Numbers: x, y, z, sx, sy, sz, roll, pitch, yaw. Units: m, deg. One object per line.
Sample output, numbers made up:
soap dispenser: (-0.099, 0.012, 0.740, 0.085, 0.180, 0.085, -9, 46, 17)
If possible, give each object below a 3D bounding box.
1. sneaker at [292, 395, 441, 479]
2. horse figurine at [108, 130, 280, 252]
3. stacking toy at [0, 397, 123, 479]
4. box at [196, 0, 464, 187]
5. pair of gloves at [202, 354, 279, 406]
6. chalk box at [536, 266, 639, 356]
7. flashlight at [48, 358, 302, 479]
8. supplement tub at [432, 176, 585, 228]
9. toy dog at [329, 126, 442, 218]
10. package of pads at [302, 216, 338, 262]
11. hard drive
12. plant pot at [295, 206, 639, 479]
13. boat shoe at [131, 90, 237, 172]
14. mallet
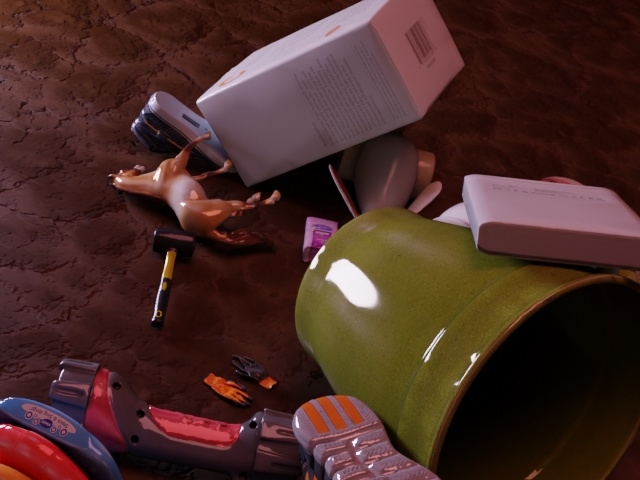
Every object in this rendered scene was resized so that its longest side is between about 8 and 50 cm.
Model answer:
sneaker: (0.060, 0.315, 1.256, 0.124, 0.180, 0.321, -9, 27, -13)
horse figurine: (-0.178, -0.066, 1.799, 0.174, 0.066, 0.263, -29, 58, -31)
stacking toy: (-0.342, 0.321, 1.197, 0.175, 0.166, 0.302, 20, 51, 24)
box: (0.017, -0.247, 1.866, 0.345, 0.168, 0.215, -19, 20, 35)
pair of gloves: (-0.103, 0.182, 1.547, 0.074, 0.010, 0.083, 31, 39, 23)
chalk box: (0.359, 0.059, 1.535, 0.132, 0.132, 0.213, -33, 22, -35)
flashlight: (-0.166, 0.216, 1.407, 0.304, 0.103, 0.103, 10, 33, -3)
supplement tub: (0.277, 0.023, 1.728, 0.272, 0.191, 0.191, -17, 46, -35)
toy dog: (0.109, -0.092, 1.851, 0.220, 0.161, 0.334, 0, 38, -18)
package of pads: (0.000, 0.000, 1.804, 0.050, 0.032, 0.083, 8, 36, -3)
hard drive: (0.280, -0.028, 1.433, 0.203, 0.040, 0.307, 6, 14, 2)
plant pot: (0.158, 0.134, 1.455, 0.366, 0.366, 0.353, -15, 33, -33)
boat shoe: (-0.216, -0.158, 1.925, 0.183, 0.083, 0.065, 39, 36, -11)
mallet: (-0.206, 0.052, 1.670, 0.062, 0.039, 0.190, 3, 41, -9)
